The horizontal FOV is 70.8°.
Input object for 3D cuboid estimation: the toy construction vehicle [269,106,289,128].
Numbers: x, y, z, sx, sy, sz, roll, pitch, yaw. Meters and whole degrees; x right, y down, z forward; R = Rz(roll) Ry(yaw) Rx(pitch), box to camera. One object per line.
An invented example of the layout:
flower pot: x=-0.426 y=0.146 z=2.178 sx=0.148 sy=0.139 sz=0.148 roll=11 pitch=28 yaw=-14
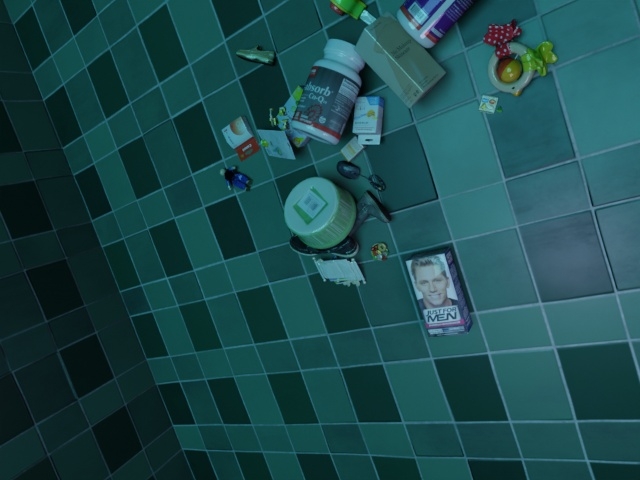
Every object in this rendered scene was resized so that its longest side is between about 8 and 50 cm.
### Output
toy construction vehicle: x=-0.184 y=-0.538 z=1.990 sx=0.086 sy=0.035 sz=0.098 roll=3 pitch=107 yaw=31

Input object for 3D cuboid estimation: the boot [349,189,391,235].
boot: x=0.187 y=-0.092 z=1.971 sx=0.208 sy=0.076 sz=0.190 roll=-46 pitch=66 yaw=25

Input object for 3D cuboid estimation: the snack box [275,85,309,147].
snack box: x=-0.083 y=-0.545 z=1.991 sx=0.174 sy=0.070 sz=0.207 roll=48 pitch=124 yaw=8

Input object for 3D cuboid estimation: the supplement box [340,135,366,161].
supplement box: x=0.140 y=-0.393 z=1.928 sx=0.098 sy=0.036 sz=0.062 roll=-40 pitch=83 yaw=32

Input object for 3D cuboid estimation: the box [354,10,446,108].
box: x=0.289 y=-0.661 z=1.654 sx=0.311 sy=0.148 sz=0.121 roll=46 pitch=160 yaw=-1

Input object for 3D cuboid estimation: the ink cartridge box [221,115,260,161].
ink cartridge box: x=-0.391 y=-0.493 z=2.199 sx=0.145 sy=0.045 sz=0.179 roll=-23 pitch=90 yaw=33

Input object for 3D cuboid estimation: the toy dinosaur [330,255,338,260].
toy dinosaur: x=0.074 y=0.074 z=2.108 sx=0.090 sy=0.047 sz=0.082 roll=-30 pitch=107 yaw=23

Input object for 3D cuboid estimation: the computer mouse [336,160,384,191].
computer mouse: x=0.169 y=-0.276 z=1.945 sx=0.242 sy=0.041 sz=0.071 roll=29 pitch=116 yaw=19

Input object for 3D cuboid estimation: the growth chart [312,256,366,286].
growth chart: x=0.088 y=0.146 z=2.103 sx=0.237 sy=0.021 sz=0.172 roll=-1 pitch=126 yaw=30

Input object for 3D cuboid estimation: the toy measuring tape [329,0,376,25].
toy measuring tape: x=0.133 y=-0.894 z=1.737 sx=0.330 sy=0.121 sz=0.121 roll=46 pitch=121 yaw=10

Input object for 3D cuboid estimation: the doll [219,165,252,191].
doll: x=-0.437 y=-0.311 z=2.278 sx=0.189 sy=0.046 sz=0.129 roll=30 pitch=117 yaw=18

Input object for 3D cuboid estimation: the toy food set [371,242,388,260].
toy food set: x=0.262 y=0.052 z=2.003 sx=0.083 sy=0.020 sz=0.083 roll=-13 pitch=98 yaw=32

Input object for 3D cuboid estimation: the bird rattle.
bird rattle: x=0.647 y=-0.610 z=1.527 sx=0.253 sy=0.143 sz=0.207 roll=37 pitch=136 yaw=19

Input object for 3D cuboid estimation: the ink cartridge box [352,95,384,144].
ink cartridge box: x=0.193 y=-0.487 z=1.834 sx=0.104 sy=0.061 sz=0.181 roll=7 pitch=95 yaw=28

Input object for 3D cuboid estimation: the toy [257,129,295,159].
toy: x=-0.189 y=-0.448 z=2.051 sx=0.237 sy=0.056 sz=0.137 roll=16 pitch=138 yaw=49

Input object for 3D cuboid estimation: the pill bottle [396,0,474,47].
pill bottle: x=0.428 y=-0.842 z=1.543 sx=0.323 sy=0.181 sz=0.181 roll=-43 pitch=82 yaw=31

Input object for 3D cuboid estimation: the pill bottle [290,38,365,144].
pill bottle: x=0.038 y=-0.584 z=1.790 sx=0.210 sy=0.210 sz=0.363 roll=24 pitch=97 yaw=22

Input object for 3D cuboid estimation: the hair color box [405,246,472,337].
hair color box: x=0.493 y=0.218 z=1.872 sx=0.174 sy=0.105 sz=0.347 roll=-15 pitch=96 yaw=32

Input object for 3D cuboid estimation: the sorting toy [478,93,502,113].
sorting toy: x=0.623 y=-0.493 z=1.637 sx=0.083 sy=0.012 sz=0.062 roll=20 pitch=114 yaw=24

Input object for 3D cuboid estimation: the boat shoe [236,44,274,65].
boat shoe: x=-0.289 y=-0.842 z=2.030 sx=0.190 sy=0.068 sz=0.072 roll=18 pitch=101 yaw=14

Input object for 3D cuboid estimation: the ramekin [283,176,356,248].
ramekin: x=-0.012 y=-0.127 z=1.949 sx=0.303 sy=0.148 sz=0.303 roll=-10 pitch=67 yaw=26

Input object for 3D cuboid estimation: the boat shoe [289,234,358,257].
boat shoe: x=-0.001 y=0.004 z=2.056 sx=0.340 sy=0.113 sz=0.127 roll=11 pitch=68 yaw=25
